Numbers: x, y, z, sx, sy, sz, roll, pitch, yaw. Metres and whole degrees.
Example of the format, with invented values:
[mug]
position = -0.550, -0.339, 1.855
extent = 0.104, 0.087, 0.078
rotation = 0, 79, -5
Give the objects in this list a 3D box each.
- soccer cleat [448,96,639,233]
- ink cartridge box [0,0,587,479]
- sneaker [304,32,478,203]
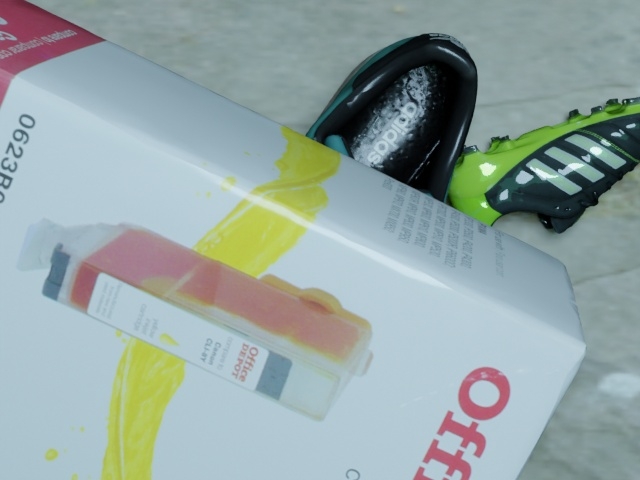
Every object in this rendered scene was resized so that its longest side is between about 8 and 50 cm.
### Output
[soccer cleat]
position = 0.171, -0.048, 0.839
extent = 0.179, 0.060, 0.072
rotation = -17, 97, -1
[ink cartridge box]
position = -0.091, 0.068, 0.675
extent = 0.385, 0.160, 0.279
rotation = 25, 105, 0
[sneaker]
position = 0.000, 0.000, 0.779
extent = 0.108, 0.121, 0.302
rotation = 29, 84, -5
